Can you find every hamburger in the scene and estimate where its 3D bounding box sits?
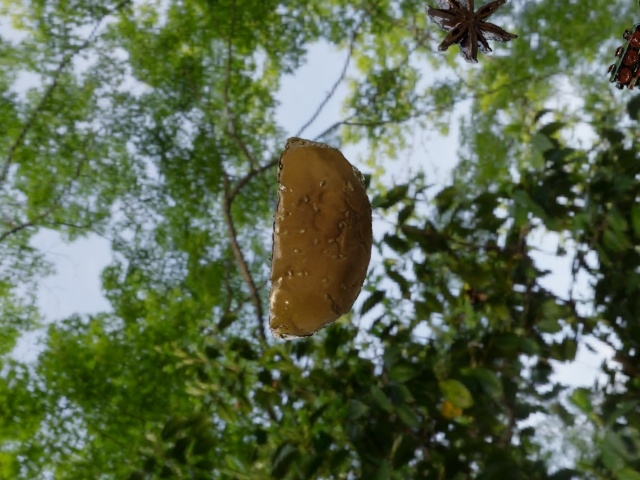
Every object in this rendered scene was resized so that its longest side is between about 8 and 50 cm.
[{"bbox_3d":[0.000,0.000,1.136,0.124,0.130,0.262,33,-118,-68],"label":"hamburger"}]

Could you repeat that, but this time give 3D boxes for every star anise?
[{"bbox_3d":[0.204,-0.306,1.258,0.141,0.141,0.042,-64,6,-22],"label":"star anise"}]

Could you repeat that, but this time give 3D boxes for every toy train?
[{"bbox_3d":[0.531,-0.353,1.422,0.053,0.085,0.250,-73,-2,-63],"label":"toy train"}]
